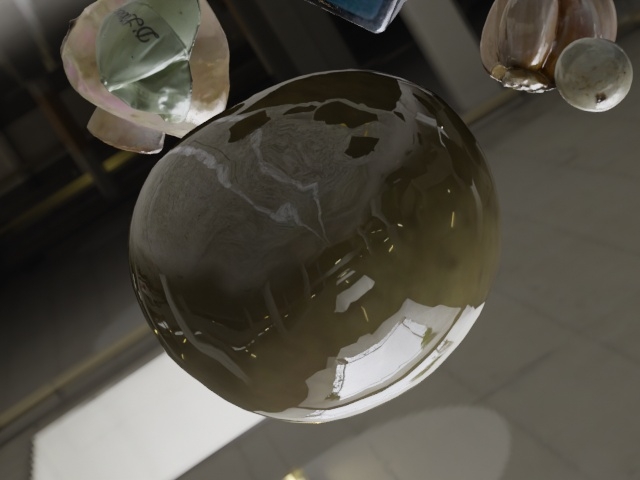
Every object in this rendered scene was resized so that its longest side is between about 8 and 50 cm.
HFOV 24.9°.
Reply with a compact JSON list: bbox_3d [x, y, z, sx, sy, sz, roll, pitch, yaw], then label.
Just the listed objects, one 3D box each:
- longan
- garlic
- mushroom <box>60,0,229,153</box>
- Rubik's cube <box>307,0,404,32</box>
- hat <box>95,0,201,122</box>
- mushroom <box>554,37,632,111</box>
[{"bbox_3d":[0.000,0.000,1.357,0.361,0.361,0.361,-30,-168,7],"label":"longan"},{"bbox_3d":[0.309,-0.286,1.955,0.214,0.160,0.191,-81,-174,-86],"label":"garlic"},{"bbox_3d":[-0.234,-0.208,1.892,0.162,0.173,0.236,-5,129,-42],"label":"mushroom"},{"bbox_3d":[0.017,-0.446,1.563,0.304,0.305,0.301,-65,179,-65],"label":"Rubik's cube"},{"bbox_3d":[-0.178,-0.208,1.524,0.081,0.122,0.166,-32,155,-49],"label":"hat"},{"bbox_3d":[0.302,-0.181,1.603,0.085,0.085,0.079,-31,169,4],"label":"mushroom"}]
